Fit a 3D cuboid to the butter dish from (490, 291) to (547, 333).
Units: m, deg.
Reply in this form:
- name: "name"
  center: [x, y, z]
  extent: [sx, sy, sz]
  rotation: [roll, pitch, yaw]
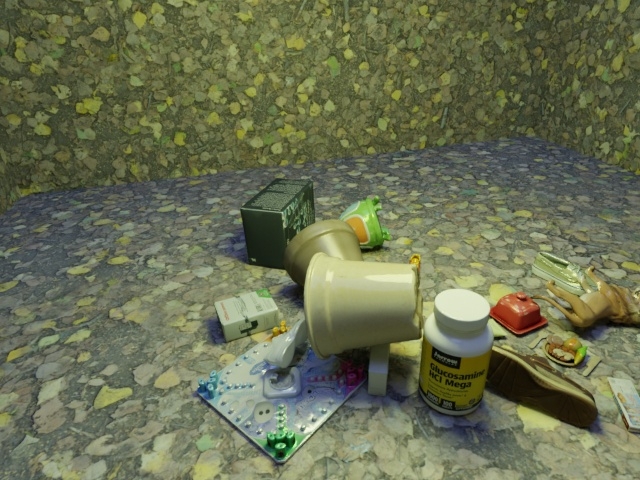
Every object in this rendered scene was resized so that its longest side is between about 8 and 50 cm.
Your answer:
- name: "butter dish"
  center: [0.716, 0.240, 1.535]
  extent: [0.160, 0.118, 0.160]
  rotation: [-15, 31, -20]

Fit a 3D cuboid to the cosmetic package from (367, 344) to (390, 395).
- name: "cosmetic package"
  center: [0.191, 0.371, 1.362]
  extent: [0.060, 0.099, 0.239]
  rotation: [2, 30, 11]

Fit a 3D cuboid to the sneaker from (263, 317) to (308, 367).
- name: "sneaker"
  center: [-0.112, 0.326, 1.400]
  extent: [0.094, 0.080, 0.212]
  rotation: [0, 27, 29]

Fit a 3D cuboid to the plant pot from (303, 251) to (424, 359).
- name: "plant pot"
  center: [0.149, 0.192, 1.295]
  extent: [0.305, 0.333, 0.334]
  rotation: [-5, 27, 19]

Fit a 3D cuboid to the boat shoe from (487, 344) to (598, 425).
- name: "boat shoe"
  center: [0.624, 0.399, 1.248]
  extent: [0.342, 0.123, 0.123]
  rotation: [24, 28, 26]

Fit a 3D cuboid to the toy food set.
- name: "toy food set"
  center: [0.800, 0.357, 1.395]
  extent: [0.132, 0.038, 0.192]
  rotation: [-25, 35, -35]

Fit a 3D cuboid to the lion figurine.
- name: "lion figurine"
  center: [0.960, 0.229, 1.502]
  extent: [0.392, 0.142, 0.240]
  rotation: [-17, 58, -15]

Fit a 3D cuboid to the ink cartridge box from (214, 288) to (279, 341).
- name: "ink cartridge box"
  center: [-0.276, 0.276, 1.589]
  extent: [0.208, 0.087, 0.153]
  rotation: [-13, 30, -19]

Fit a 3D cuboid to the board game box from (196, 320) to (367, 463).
- name: "board game box"
  center: [-0.120, 0.433, 1.325]
  extent: [0.390, 0.050, 0.390]
  rotation: [21, 36, 37]

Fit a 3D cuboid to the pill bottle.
- name: "pill bottle"
  center: [0.382, 0.313, 1.204]
  extent: [0.188, 0.334, 0.188]
  rotation: [-3, 28, 1]

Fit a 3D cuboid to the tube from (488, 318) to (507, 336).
- name: "tube"
  center: [0.520, 0.314, 1.483]
  extent: [0.240, 0.062, 0.070]
  rotation: [-4, 69, -12]

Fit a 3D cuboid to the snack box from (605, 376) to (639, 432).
- name: "snack box"
  center: [0.877, 0.465, 1.206]
  extent: [0.064, 0.022, 0.178]
  rotation: [5, 29, 13]

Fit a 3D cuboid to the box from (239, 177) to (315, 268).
- name: "box"
  center: [-0.187, -0.093, 2.044]
  extent: [0.212, 0.293, 0.395]
  rotation: [7, 30, 18]

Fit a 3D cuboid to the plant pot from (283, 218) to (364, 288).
- name: "plant pot"
  center: [0.050, 0.125, 1.658]
  extent: [0.323, 0.323, 0.280]
  rotation: [-14, 47, -20]

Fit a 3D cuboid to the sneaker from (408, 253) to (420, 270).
- name: "sneaker"
  center: [0.402, 0.117, 1.842]
  extent: [0.064, 0.067, 0.175]
  rotation: [5, 31, 11]

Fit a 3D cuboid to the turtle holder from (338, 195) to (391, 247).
- name: "turtle holder"
  center: [0.200, -0.092, 2.071]
  extent: [0.227, 0.243, 0.320]
  rotation: [-17, 37, 9]

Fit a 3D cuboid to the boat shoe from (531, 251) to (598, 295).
- name: "boat shoe"
  center: [1.006, 0.139, 1.718]
  extent: [0.109, 0.094, 0.302]
  rotation: [-24, 35, -34]
